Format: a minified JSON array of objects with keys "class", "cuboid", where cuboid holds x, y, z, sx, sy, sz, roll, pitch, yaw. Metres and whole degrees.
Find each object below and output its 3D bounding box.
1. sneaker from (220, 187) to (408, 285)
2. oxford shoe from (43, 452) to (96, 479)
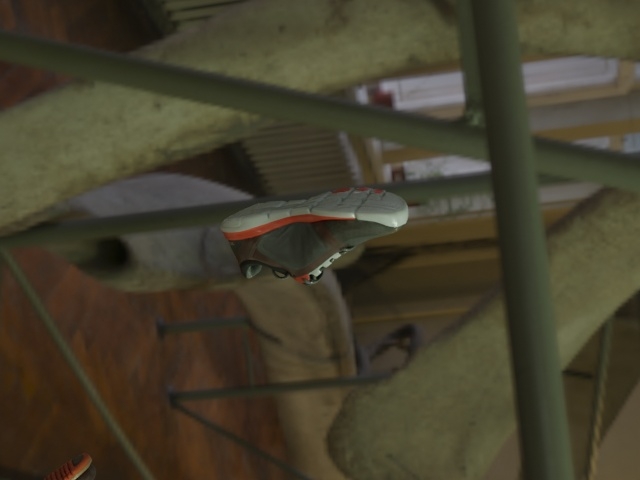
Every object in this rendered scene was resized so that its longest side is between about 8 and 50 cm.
[{"class":"sneaker","cuboid":[0.000,0.000,0.867,0.061,0.158,0.065,-31,112,-54]},{"class":"oxford shoe","cuboid":[-0.369,0.402,1.488,0.098,0.271,0.097,39,-7,-13]}]
